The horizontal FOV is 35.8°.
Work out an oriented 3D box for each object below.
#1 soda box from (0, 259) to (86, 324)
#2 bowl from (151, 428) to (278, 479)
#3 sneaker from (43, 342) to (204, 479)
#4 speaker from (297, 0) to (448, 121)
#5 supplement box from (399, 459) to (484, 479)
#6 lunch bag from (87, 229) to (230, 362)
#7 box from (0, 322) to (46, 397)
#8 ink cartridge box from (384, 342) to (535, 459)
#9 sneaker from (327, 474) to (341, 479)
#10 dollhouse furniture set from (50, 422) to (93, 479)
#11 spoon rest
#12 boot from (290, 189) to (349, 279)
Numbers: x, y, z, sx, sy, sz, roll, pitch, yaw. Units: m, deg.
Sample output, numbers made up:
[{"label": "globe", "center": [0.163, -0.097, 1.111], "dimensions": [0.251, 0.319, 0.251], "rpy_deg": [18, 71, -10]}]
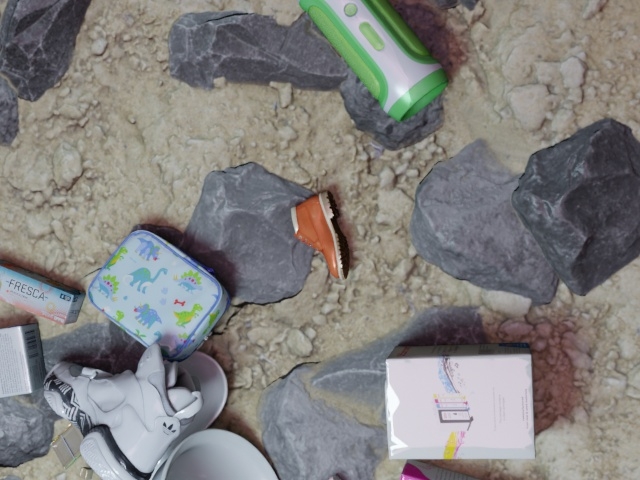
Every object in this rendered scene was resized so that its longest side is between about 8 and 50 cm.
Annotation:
[{"label": "soda box", "center": [-0.531, 0.094, 1.822], "dimensions": [0.183, 0.058, 0.063], "rpy_deg": [21, 95, 9]}, {"label": "bowl", "center": [-0.197, 0.479, 1.680], "dimensions": [0.134, 0.298, 0.297], "rpy_deg": [-27, 86, 33]}, {"label": "sneaker", "center": [-0.332, 0.265, 1.696], "dimensions": [0.210, 0.366, 0.137], "rpy_deg": [-45, 127, -7]}, {"label": "speaker", "center": [0.082, -0.347, 1.666], "dimensions": [0.131, 0.131, 0.296], "rpy_deg": [-39, 84, 9]}, {"label": "supplement box", "center": [0.233, 0.458, 1.662], "dimensions": [0.220, 0.111, 0.113], "rpy_deg": [16, 94, 10]}, {"label": "lunch bag", "center": [-0.280, 0.096, 1.743], "dimensions": [0.219, 0.090, 0.176], "rpy_deg": [34, 83, 14]}, {"label": "box", "center": [-0.589, 0.225, 1.828], "dimensions": [0.137, 0.072, 0.126], "rpy_deg": [-9, 90, 10]}, {"label": "ink cartridge box", "center": [0.231, 0.261, 1.628], "dimensions": [0.233, 0.171, 0.168], "rpy_deg": [-2, 91, 11]}, {"label": "sneaker", "center": [0.040, 0.483, 1.730], "dimensions": [0.070, 0.051, 0.134], "rpy_deg": [-41, 81, 10]}, {"label": "dollhouse furniture set", "center": [-0.425, 0.409, 1.827], "dimensions": [0.076, 0.059, 0.151], "rpy_deg": [-46, 64, 15]}, {"label": "spoon rest", "center": [-0.252, 0.330, 1.763], "dimensions": [0.137, 0.084, 0.276], "rpy_deg": [18, 95, 9]}, {"label": "boot", "center": [0.000, 0.000, 1.727], "dimensions": [0.085, 0.059, 0.157], "rpy_deg": [-19, 79, 13]}]
